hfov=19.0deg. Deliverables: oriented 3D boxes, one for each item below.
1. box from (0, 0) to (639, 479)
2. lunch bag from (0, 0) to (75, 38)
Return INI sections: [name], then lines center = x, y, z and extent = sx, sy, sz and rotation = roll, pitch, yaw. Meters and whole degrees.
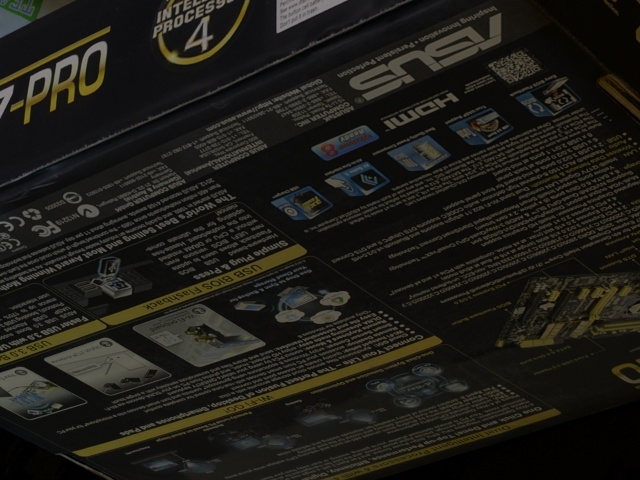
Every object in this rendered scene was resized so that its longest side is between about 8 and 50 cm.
[box]
center = 0.000, 0.000, 0.857
extent = 0.395, 0.318, 0.097
rotation = -22, 50, 32
[lunch bag]
center = -0.222, -0.248, 1.375
extent = 0.303, 0.115, 0.243
rotation = 14, 71, 47
